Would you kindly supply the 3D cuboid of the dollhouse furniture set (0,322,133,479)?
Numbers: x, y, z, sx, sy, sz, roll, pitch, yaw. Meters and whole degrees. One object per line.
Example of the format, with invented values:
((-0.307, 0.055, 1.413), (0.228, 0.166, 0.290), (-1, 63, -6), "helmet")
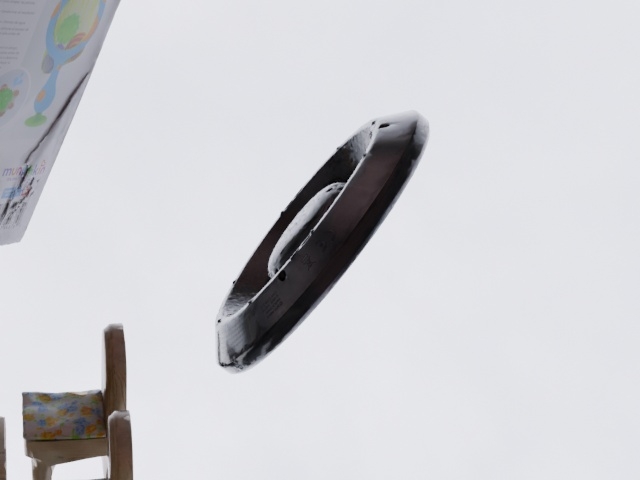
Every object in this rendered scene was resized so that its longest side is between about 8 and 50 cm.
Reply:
((-0.316, 0.166, 1.354), (0.362, 0.256, 0.394), (-2, -151, -9), "dollhouse furniture set")

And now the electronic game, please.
((0.000, 0.000, 1.307), (0.048, 0.229, 0.229), (39, -99, -9), "electronic game")

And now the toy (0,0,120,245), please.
((-0.157, -0.105, 0.876), (0.056, 0.137, 0.237), (27, -74, 22), "toy")
